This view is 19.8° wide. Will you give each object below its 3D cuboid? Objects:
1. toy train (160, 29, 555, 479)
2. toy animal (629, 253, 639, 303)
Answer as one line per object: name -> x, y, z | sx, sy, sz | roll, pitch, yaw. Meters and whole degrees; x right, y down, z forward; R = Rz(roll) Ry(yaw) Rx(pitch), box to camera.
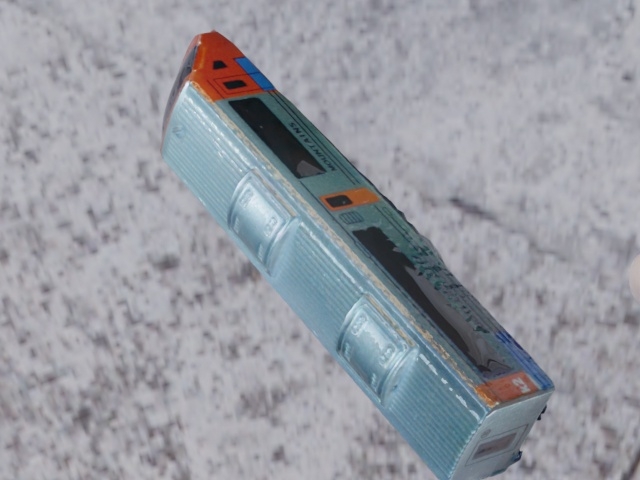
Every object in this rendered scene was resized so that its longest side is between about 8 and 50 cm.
toy train -> 0.000, 0.000, 1.297 | 0.089, 0.086, 0.409 | -13, 50, -42
toy animal -> 0.340, 0.107, 1.153 | 0.237, 0.326, 0.269 | -33, 19, -24
